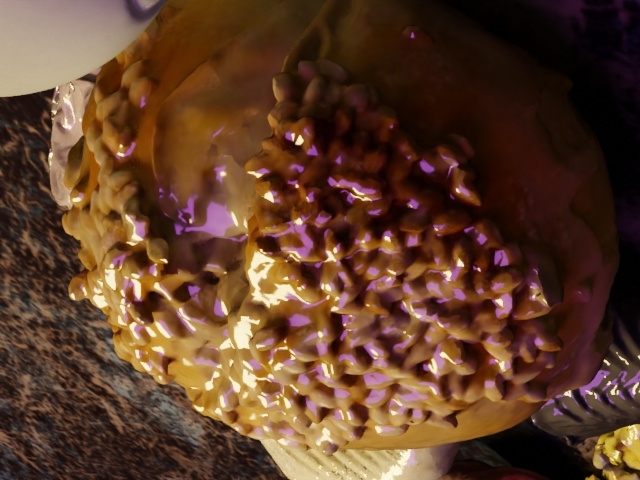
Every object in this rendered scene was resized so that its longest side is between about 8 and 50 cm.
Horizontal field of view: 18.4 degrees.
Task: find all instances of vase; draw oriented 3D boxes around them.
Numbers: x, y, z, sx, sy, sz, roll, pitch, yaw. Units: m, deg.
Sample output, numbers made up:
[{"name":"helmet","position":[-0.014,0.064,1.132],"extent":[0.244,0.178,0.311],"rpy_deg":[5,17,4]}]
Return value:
[{"name":"vase","position":[0.240,0.066,1.101],"extent":[0.237,0.115,0.115],"rpy_deg":[1,141,38]}]

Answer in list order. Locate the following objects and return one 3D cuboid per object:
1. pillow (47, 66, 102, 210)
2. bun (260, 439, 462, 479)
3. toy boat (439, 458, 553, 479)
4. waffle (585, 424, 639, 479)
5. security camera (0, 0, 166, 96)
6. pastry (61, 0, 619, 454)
[{"name":"pillow","position":[-0.067,-0.031,1.219],"extent":[0.248,0.049,0.135],"rpy_deg":[22,124,16]},{"name":"bun","position":[0.032,0.086,1.312],"extent":[0.183,0.102,0.183],"rpy_deg":[17,117,38]},{"name":"toy boat","position":[0.200,0.234,1.338],"extent":[0.206,0.096,0.282],"rpy_deg":[39,167,-26]},{"name":"waffle","position":[0.303,0.187,1.284],"extent":[0.262,0.060,0.280],"rpy_deg":[19,152,14]},{"name":"security camera","position":[-0.138,-0.173,0.900],"extent":[0.194,0.236,0.194],"rpy_deg":[24,153,13]},{"name":"pastry","position":[0.000,0.000,1.055],"extent":[0.315,0.184,0.285],"rpy_deg":[20,129,17]}]
